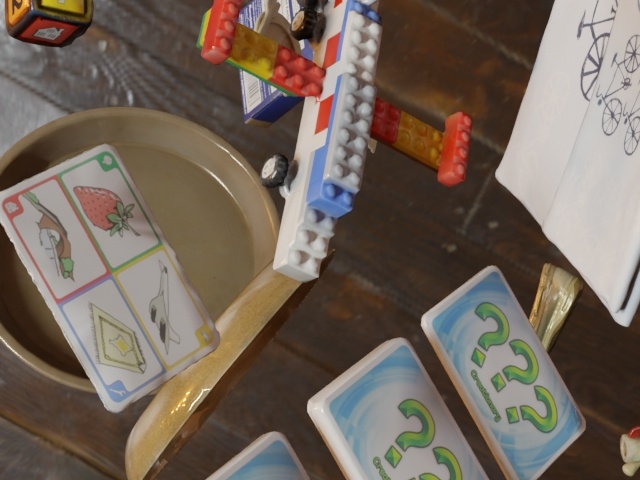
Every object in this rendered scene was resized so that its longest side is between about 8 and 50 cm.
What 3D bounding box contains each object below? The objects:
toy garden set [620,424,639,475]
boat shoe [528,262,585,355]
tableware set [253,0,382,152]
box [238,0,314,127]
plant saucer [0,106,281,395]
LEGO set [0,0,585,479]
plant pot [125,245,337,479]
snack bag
[{"bbox_3d":[0.299,0.247,1.152,0.049,0.204,0.244,-2,101,-4],"label":"toy garden set"},{"bbox_3d":[0.227,0.099,1.359,0.048,0.056,0.153,29,108,15],"label":"boat shoe"},{"bbox_3d":[0.004,-0.134,1.035,0.169,0.020,0.141,61,34,-23],"label":"tableware set"},{"bbox_3d":[-0.012,-0.225,1.311,0.036,0.225,0.136,9,63,-34],"label":"box"},{"bbox_3d":[-0.170,0.010,1.126,0.277,0.041,0.278,5,64,-10],"label":"plant saucer"},{"bbox_3d":[0.000,0.000,0.426,0.182,0.060,0.244,-32,94,-40],"label":"LEGO set"},{"bbox_3d":[-0.073,0.089,0.962,0.032,0.236,0.236,40,76,4],"label":"plant pot"},{"bbox_3d":[0.247,-0.142,1.108,0.037,0.342,0.323,9,112,-14],"label":"snack bag"}]
